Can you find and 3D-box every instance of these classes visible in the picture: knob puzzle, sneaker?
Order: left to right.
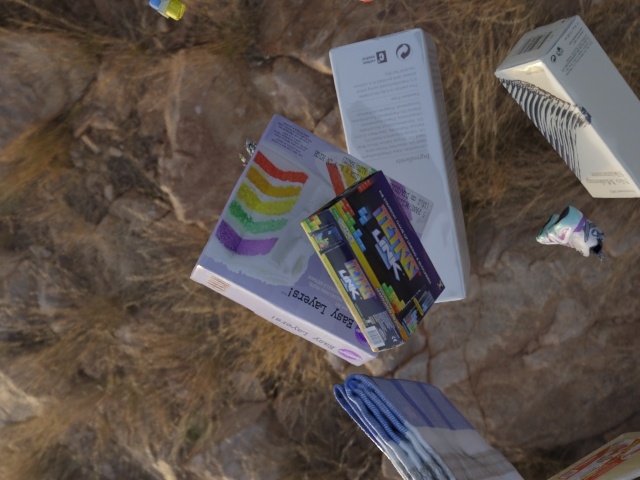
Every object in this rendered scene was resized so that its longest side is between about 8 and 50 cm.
[{"bbox_3d":[0.281,0.000,0.748,0.069,0.098,0.038,35,86,6],"label":"sneaker"},{"bbox_3d":[0.415,0.315,0.938,0.213,0.213,0.030,-37,74,37],"label":"knob puzzle"}]

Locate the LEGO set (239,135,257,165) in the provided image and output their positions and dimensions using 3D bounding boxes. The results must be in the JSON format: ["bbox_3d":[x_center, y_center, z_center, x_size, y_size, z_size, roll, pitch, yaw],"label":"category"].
[{"bbox_3d":[-0.145,-0.181,1.398,0.054,0.023,0.083,53,133,20],"label":"LEGO set"}]

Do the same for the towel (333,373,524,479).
[{"bbox_3d":[0.146,0.207,0.507,0.034,0.209,0.285,-50,58,10],"label":"towel"}]

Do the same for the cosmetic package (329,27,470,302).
[{"bbox_3d":[0.156,-0.131,1.227,0.161,0.230,0.454,-9,100,16],"label":"cosmetic package"}]

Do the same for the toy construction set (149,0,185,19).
[{"bbox_3d":[-0.196,-0.533,1.065,0.151,0.328,0.215,16,162,-5],"label":"toy construction set"}]

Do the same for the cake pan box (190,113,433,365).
[{"bbox_3d":[0.000,0.000,0.893,0.266,0.246,0.070,30,156,-9],"label":"cake pan box"}]

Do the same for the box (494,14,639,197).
[{"bbox_3d":[0.391,-0.188,1.003,0.275,0.094,0.113,44,166,-18],"label":"box"}]

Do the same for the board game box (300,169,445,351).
[{"bbox_3d":[0.067,0.020,0.787,0.048,0.141,0.170,-24,100,37],"label":"board game box"}]
